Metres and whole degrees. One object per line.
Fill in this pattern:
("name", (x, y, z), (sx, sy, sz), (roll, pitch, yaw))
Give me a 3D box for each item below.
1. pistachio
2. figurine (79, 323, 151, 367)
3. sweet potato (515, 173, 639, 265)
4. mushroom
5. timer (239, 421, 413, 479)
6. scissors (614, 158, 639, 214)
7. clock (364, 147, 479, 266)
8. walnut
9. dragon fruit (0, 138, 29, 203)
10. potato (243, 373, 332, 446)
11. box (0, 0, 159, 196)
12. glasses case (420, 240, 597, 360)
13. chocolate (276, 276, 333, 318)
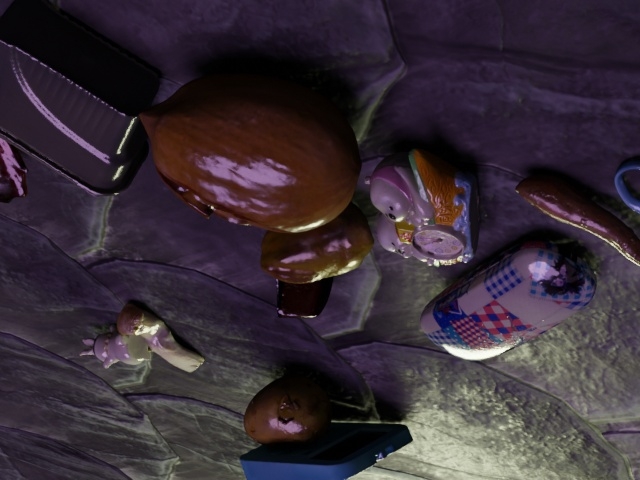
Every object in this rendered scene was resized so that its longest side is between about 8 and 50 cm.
("pistachio", (-0.002, -0.003, 1.774), (0.189, 0.110, 0.100), (-22, 156, 34))
("figurine", (-0.380, 0.212, 2.341), (0.146, 0.081, 0.098), (-17, 129, 45))
("sweet potato", (0.344, -0.022, 1.558), (0.214, 0.050, 0.050), (32, 147, 1))
("mushroom", (-0.291, 0.188, 2.281), (0.059, 0.054, 0.202), (-12, 136, 41))
("timer", (0.013, 0.378, 2.209), (0.250, 0.232, 0.091), (-20, 88, 38))
("scissors", (0.435, -0.006, 1.554), (0.125, 0.030, 0.256), (12, 145, 26))
("clock", (0.134, -0.041, 1.635), (0.144, 0.103, 0.231), (5, 144, 14))
("walnut", (-0.091, -0.123, 1.596), (0.297, 0.203, 0.203), (21, 147, 8))
("dragon fruit", (-0.606, -0.214, 1.894), (0.286, 0.228, 0.329), (-10, 121, -3))
("potato", (-0.061, 0.304, 2.209), (0.175, 0.137, 0.137), (-13, 132, 32))
("box", (-0.349, -0.197, 1.707), (0.274, 0.138, 0.178), (31, 142, -10))
("glasses case", (0.259, 0.090, 1.760), (0.125, 0.076, 0.327), (34, 145, -12))
("chocolate", (-0.022, 0.059, 1.875), (0.080, 0.125, 0.149), (1, 139, 6))
